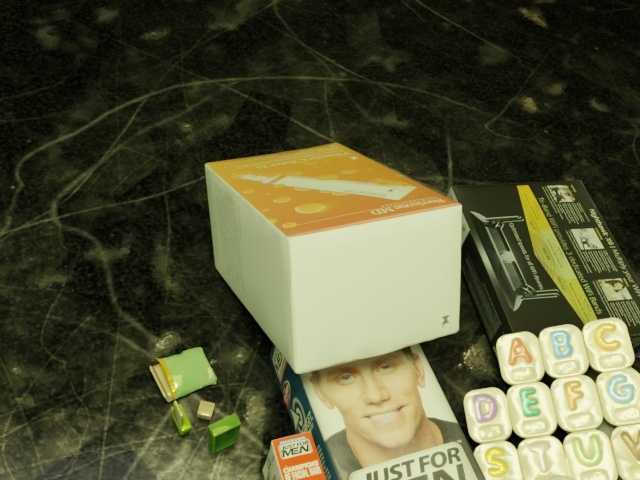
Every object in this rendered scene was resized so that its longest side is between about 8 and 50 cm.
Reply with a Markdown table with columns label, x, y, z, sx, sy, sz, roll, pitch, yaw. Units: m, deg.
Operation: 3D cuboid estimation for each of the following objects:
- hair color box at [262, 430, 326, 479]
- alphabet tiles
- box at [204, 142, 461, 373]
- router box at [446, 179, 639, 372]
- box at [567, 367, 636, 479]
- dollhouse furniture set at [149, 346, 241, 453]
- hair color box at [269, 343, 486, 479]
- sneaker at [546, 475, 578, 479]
| label | x | y | z | sx | sy | sz | roll | pitch | yaw |
| --- | --- | --- | --- | --- | --- | --- | --- | --- | --- |
| hair color box | -0.017 | 0.317 | 0.824 | 0.053 | 0.093 | 0.167 | -9 | 54 | -20 |
| alphabet tiles | 0.331 | 0.241 | 0.910 | 0.284 | 0.021 | 0.278 | -12 | 66 | 14 |
| box | 0.000 | 0.000 | 0.941 | 0.215 | 0.168 | 0.345 | -11 | 23 | -21 |
| router box | 0.351 | 0.045 | 1.134 | 0.242 | 0.081 | 0.309 | -3 | 52 | -14 |
| box | 0.405 | 0.245 | 0.968 | 0.087 | 0.101 | 0.102 | -28 | 60 | -30 |
| dollhouse furniture set | -0.158 | 0.192 | 0.919 | 0.076 | 0.059 | 0.152 | -19 | 58 | -26 |
| hair color box | 0.073 | 0.246 | 0.895 | 0.173 | 0.105 | 0.347 | -10 | 54 | -20 |
| sneaker | 0.244 | 0.401 | 0.770 | 0.094 | 0.151 | 0.256 | 14 | 50 | 8 |
